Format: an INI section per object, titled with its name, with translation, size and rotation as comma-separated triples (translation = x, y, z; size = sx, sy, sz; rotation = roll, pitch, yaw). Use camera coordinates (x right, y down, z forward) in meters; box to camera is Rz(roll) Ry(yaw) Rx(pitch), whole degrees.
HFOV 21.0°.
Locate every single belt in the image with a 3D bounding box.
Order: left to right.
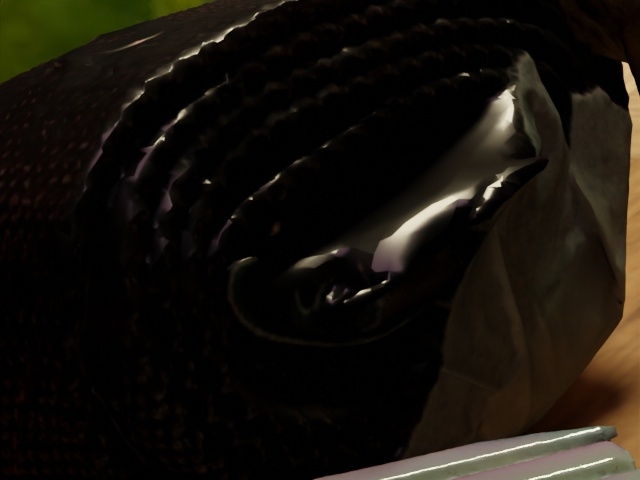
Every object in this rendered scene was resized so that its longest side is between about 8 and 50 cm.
[belt]
translation = 0.000, 0.000, 0.597
size = 0.164, 0.184, 0.289
rotation = -6, 18, 46

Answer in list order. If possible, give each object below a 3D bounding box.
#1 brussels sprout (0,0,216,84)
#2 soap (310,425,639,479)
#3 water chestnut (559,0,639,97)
[brussels sprout]
translation = -0.199, -0.062, 0.771
size = 0.371, 0.314, 0.276
rotation = -11, -19, 18
[soap]
translation = 0.026, 0.100, 0.475
size = 0.149, 0.056, 0.100
rotation = -12, 14, -10
[water chestnut]
translation = 0.179, -0.042, 0.544
size = 0.238, 0.223, 0.223
rotation = 13, 24, 9
